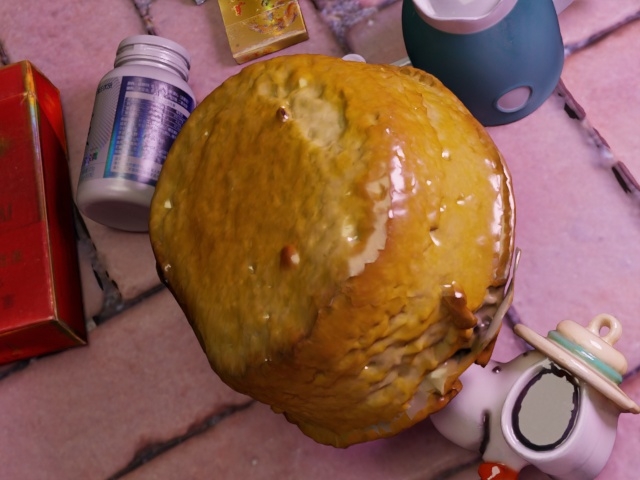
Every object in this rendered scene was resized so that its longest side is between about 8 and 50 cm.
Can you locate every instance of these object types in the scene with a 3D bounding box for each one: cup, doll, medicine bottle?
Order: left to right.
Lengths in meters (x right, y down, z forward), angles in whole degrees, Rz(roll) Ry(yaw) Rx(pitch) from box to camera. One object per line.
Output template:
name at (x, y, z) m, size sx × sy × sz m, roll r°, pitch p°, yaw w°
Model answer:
medicine bottle at (-0.190, -0.114, 1.541) m, size 0.107 × 0.107 × 0.191 m, roll 1°, pitch 69°, yaw 16°
cup at (0.155, -0.222, 1.455) m, size 0.300 × 0.173 × 0.167 m, roll -26°, pitch 65°, yaw 4°
doll at (0.188, 0.210, 1.300) m, size 0.208 × 0.144 × 0.271 m, roll -19°, pitch 59°, yaw 31°

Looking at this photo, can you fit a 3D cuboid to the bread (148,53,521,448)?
bread at (0.002, 0.001, 1.333) m, size 0.337 × 0.204 × 0.358 m, roll -55°, pitch 47°, yaw 21°

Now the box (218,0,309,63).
box at (-0.072, -0.276, 1.623) m, size 0.089 × 0.022 × 0.156 m, roll -18°, pitch 65°, yaw 8°

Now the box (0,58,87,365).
box at (-0.368, -0.020, 1.563) m, size 0.197 × 0.089 × 0.313 m, roll -15°, pitch 66°, yaw 11°

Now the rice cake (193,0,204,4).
rice cake at (-0.166, -0.313, 1.666) m, size 0.022 × 0.021 × 0.121 m, roll -38°, pitch 66°, yaw -7°
